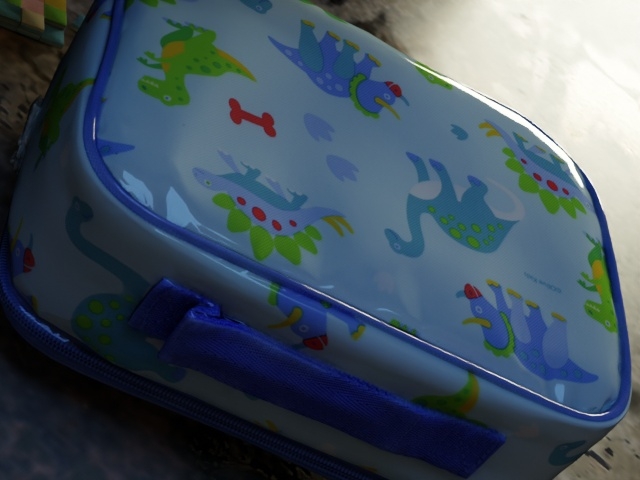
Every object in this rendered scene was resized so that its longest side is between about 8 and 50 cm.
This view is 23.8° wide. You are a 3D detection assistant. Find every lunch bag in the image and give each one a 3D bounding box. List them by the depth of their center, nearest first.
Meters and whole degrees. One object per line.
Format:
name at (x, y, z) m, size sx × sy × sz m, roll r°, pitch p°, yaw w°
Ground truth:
lunch bag at (0.000, 0.000, 0.540) m, size 0.219 × 0.090 × 0.176 m, roll 25°, pitch 35°, yaw -19°

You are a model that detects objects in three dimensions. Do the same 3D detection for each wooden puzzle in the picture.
wooden puzzle at (-0.128, -0.104, 0.619) m, size 0.083 × 0.006 × 0.049 m, roll 19°, pitch 38°, yaw -26°
